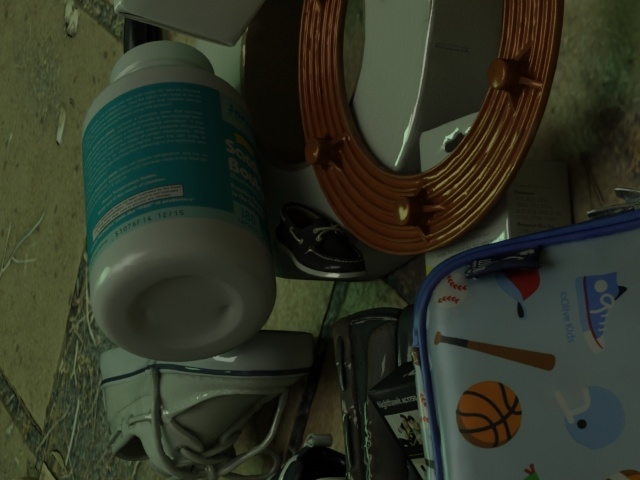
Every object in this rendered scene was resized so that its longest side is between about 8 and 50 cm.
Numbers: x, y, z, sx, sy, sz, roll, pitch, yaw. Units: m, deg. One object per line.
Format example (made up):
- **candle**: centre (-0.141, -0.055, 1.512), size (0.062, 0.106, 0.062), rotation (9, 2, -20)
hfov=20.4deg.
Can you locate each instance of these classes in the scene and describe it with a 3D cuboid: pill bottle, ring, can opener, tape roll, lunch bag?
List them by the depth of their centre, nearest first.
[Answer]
- **lunch bag**: centre (0.186, 0.122, 1.028), size (0.243, 0.115, 0.303), rotation (-11, 76, 18)
- **ring**: centre (0.062, -0.157, 1.287), size (0.336, 0.032, 0.336), rotation (-10, 79, 58)
- **pill bottle**: centre (-0.120, -0.042, 1.449), size (0.146, 0.146, 0.264), rotation (-56, 31, 40)
- **tape roll**: centre (0.011, -0.158, 1.474), size (0.392, 0.072, 0.392), rotation (-11, 77, 58)
- **can opener**: centre (-0.181, -0.164, 1.829), size (0.059, 0.073, 0.186), rotation (63, -158, -71)

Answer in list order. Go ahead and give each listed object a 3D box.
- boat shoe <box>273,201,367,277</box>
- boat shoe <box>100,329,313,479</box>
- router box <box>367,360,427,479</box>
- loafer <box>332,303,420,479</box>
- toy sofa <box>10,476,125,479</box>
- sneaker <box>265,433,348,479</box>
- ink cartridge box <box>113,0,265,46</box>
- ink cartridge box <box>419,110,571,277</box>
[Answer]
- **boat shoe**: centre (0.000, 0.000, 1.365), size (0.125, 0.046, 0.038), rotation (-146, 59, -64)
- **boat shoe**: centre (-0.112, 0.163, 1.587), size (0.367, 0.136, 0.156), rotation (-17, 72, 60)
- **router box**: centre (0.124, 0.137, 1.216), size (0.133, 0.046, 0.179), rotation (59, 148, -7)
- **loafer**: centre (0.048, 0.181, 1.335), size (0.084, 0.096, 0.267), rotation (-3, 75, 21)
- **toy sofa**: centre (-0.314, 0.350, 1.663), size (0.362, 0.177, 0.150), rotation (-43, 50, 49)
- **sneaker**: centre (0.012, 0.257, 1.404), size (0.153, 0.094, 0.235), rotation (113, 155, -44)
- **ink cartridge box**: centre (-0.087, -0.327, 1.467), size (0.198, 0.115, 0.273), rotation (-51, 35, 40)
- **ink cartridge box**: centre (0.126, 0.003, 1.269), size (0.104, 0.062, 0.181), rotation (-17, 73, 57)
